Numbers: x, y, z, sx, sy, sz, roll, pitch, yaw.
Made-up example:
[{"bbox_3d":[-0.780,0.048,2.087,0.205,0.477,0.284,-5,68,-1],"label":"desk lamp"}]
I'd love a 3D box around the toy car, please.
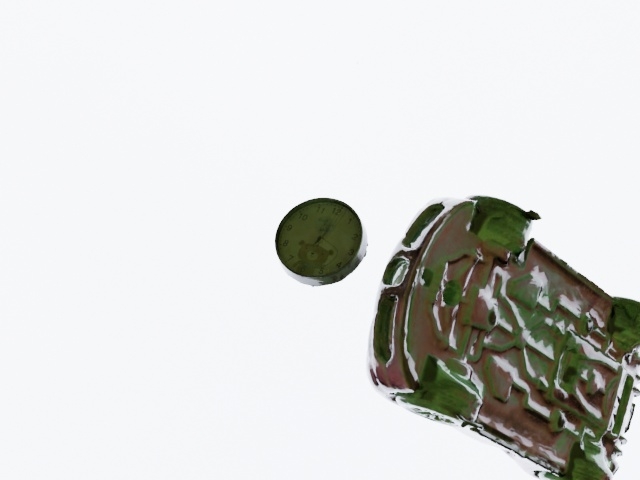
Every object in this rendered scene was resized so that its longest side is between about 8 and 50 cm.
[{"bbox_3d":[0.061,0.036,0.391,0.142,0.055,0.069,32,-108,-41],"label":"toy car"}]

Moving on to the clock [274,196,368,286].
[{"bbox_3d":[0.000,0.000,1.070,0.085,0.017,0.085,-6,-118,11],"label":"clock"}]
